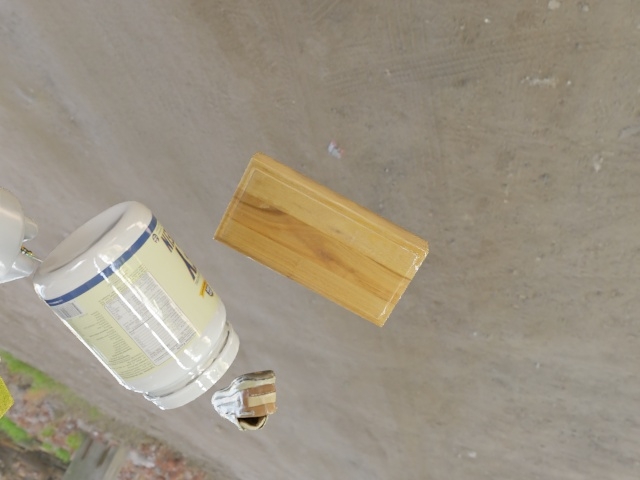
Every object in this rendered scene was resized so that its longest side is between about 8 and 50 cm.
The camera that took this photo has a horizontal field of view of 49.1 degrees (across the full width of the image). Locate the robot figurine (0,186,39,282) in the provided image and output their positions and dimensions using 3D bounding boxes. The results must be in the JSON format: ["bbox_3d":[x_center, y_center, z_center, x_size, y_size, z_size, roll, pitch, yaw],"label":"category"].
[{"bbox_3d":[-0.631,-0.029,1.130,0.199,0.300,0.353,-17,153,23],"label":"robot figurine"}]

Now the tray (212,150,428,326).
[{"bbox_3d":[0.000,0.000,1.492,0.411,0.076,0.203,28,111,-2],"label":"tray"}]

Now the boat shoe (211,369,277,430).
[{"bbox_3d":[-0.190,0.417,1.750,0.122,0.120,0.324,-8,160,-23],"label":"boat shoe"}]

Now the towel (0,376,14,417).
[{"bbox_3d":[-0.832,0.328,1.730,0.021,0.102,0.237,-15,108,13],"label":"towel"}]

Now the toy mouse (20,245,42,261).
[{"bbox_3d":[-0.888,0.023,2.030,0.161,0.031,0.143,36,172,2],"label":"toy mouse"}]

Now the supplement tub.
[{"bbox_3d":[-0.318,0.118,1.253,0.235,0.235,0.325,-7,125,47],"label":"supplement tub"}]
